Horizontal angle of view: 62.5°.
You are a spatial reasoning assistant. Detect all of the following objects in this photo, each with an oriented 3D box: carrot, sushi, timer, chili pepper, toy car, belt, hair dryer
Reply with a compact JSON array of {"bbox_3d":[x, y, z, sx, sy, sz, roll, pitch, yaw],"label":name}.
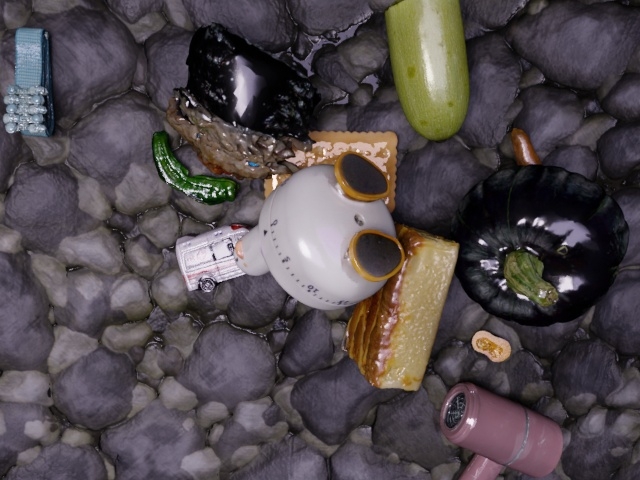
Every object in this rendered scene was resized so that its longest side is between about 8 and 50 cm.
[{"bbox_3d":[0.417,-0.122,1.016,0.061,0.061,0.209,-29,96,-1],"label":"carrot"},{"bbox_3d":[-0.134,-0.204,0.850,0.225,0.238,0.218,20,107,-44],"label":"sushi"},{"bbox_3d":[0.000,0.000,0.853,0.234,0.240,0.233,18,60,-33],"label":"timer"},{"bbox_3d":[-0.234,-0.118,0.943,0.182,0.050,0.073,34,101,-8],"label":"chili pepper"},{"bbox_3d":[-0.153,0.018,0.955,0.210,0.089,0.108,-17,96,0],"label":"toy car"},{"bbox_3d":[-0.478,-0.262,0.868,0.065,0.100,0.179,-1,97,-10],"label":"belt"},{"bbox_3d":[0.305,0.474,1.075,0.211,0.125,0.352,25,102,-9],"label":"hair dryer"}]

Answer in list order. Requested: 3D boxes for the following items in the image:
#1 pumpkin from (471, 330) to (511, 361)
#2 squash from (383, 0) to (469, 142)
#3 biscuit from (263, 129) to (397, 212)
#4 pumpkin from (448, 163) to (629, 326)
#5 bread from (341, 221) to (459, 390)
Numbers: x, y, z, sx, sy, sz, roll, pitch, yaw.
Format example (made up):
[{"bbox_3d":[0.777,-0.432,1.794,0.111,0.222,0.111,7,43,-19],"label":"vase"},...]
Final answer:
[{"bbox_3d":[0.345,0.211,1.072,0.083,0.028,0.050,32,96,-2],"label":"pumpkin"},{"bbox_3d":[0.196,-0.293,0.920,0.133,0.132,0.246,-13,100,-4],"label":"squash"},{"bbox_3d":[0.020,-0.125,0.978,0.250,0.030,0.160,0,99,-6],"label":"biscuit"},{"bbox_3d":[0.355,0.019,0.909,0.296,0.296,0.295,-1,99,-6],"label":"pumpkin"},{"bbox_3d":[0.136,0.108,0.954,0.114,0.185,0.274,14,97,-18],"label":"bread"}]
